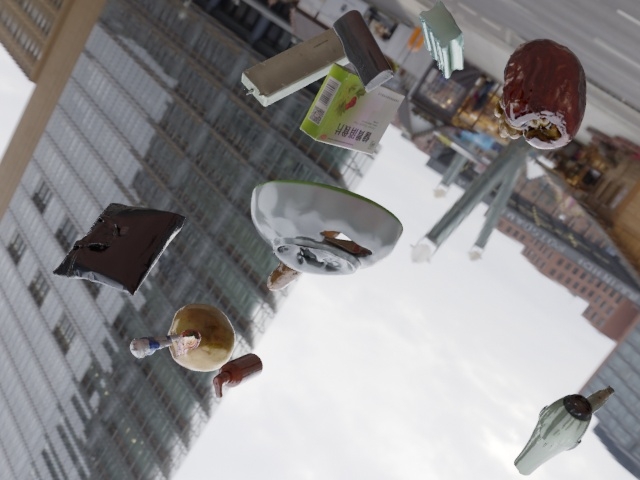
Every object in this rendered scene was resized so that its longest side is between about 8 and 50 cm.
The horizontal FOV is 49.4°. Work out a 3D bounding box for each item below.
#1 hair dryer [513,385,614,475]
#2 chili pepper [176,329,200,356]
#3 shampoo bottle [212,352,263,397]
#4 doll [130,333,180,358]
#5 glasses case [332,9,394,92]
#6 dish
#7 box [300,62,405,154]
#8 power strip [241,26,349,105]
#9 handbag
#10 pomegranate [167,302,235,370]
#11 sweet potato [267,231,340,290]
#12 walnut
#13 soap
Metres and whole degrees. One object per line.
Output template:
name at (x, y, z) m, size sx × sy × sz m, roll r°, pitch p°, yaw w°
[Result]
hair dryer at (0.464, 0.371, 1.353) m, size 0.225 × 0.219 × 0.088 m, roll 3°, pitch -140°, yaw -54°
chili pepper at (-0.299, 0.230, 1.552) m, size 0.045 × 0.178 × 0.027 m, roll 9°, pitch -119°, yaw -16°
shampoo bottle at (-0.255, 0.401, 2.095) m, size 0.085 × 0.085 × 0.244 m, roll 36°, pitch -166°, yaw 14°
doll at (-0.504, 0.307, 2.038) m, size 0.114 × 0.057 × 0.227 m, roll -2°, pitch 178°, yaw 14°
glasses case at (0.090, -0.415, 1.514) m, size 0.042 × 0.072 × 0.191 m, roll 29°, pitch -146°, yaw -60°
dish at (0.000, 0.000, 1.426) m, size 0.324 × 0.124 × 0.324 m, roll 13°, pitch 163°, yaw 4°
box at (0.083, -0.315, 1.704) m, size 0.062 × 0.175 × 0.260 m, roll 39°, pitch -160°, yaw 30°
power strip at (-0.053, -0.464, 1.843) m, size 0.367 × 0.043 × 0.106 m, roll -33°, pitch -108°, yaw -25°
handbag at (-0.456, 0.012, 1.588) m, size 0.211 × 0.089 × 0.254 m, roll 12°, pitch -132°, yaw 15°
pomegranate at (-0.396, 0.325, 2.297) m, size 0.233 × 0.233 × 0.233 m, roll 30°, pitch -164°, yaw -9°
sweet potato at (-0.031, 0.007, 1.981) m, size 0.095 × 0.354 × 0.106 m, roll 44°, pitch 178°, yaw 19°
walnut at (0.553, -0.369, 1.794) m, size 0.243 × 0.269 × 0.222 m, roll -8°, pitch 141°, yaw 38°
soap at (0.295, -0.479, 1.672) m, size 0.115 × 0.063 × 0.198 m, roll 60°, pitch -172°, yaw 10°
